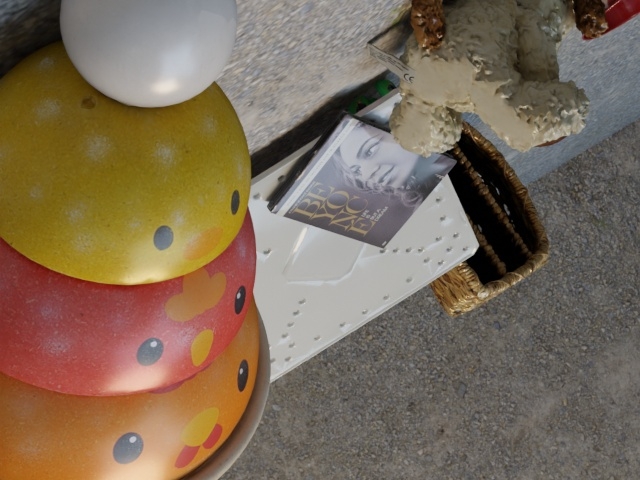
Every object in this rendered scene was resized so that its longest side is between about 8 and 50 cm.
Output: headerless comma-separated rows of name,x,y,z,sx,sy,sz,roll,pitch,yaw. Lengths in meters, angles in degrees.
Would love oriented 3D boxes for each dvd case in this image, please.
dvd case,0.057,-0.074,1.685,0.221,0.018,0.164,18,120,-44

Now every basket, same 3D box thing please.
basket,0.236,-0.058,2.071,0.213,0.299,0.223,-31,172,-12

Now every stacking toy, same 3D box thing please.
stacking toy,-0.167,-0.032,0.971,0.351,0.350,0.480,-27,153,-34

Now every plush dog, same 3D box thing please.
plush dog,0.201,-0.232,1.492,0.262,0.210,0.225,-1,-147,45

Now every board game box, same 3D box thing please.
board game box,0.000,0.000,1.779,0.390,0.050,0.390,-32,141,0

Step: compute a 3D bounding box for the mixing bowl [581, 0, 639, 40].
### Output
mixing bowl,0.381,-0.344,1.624,0.181,0.098,0.181,-31,173,-4
